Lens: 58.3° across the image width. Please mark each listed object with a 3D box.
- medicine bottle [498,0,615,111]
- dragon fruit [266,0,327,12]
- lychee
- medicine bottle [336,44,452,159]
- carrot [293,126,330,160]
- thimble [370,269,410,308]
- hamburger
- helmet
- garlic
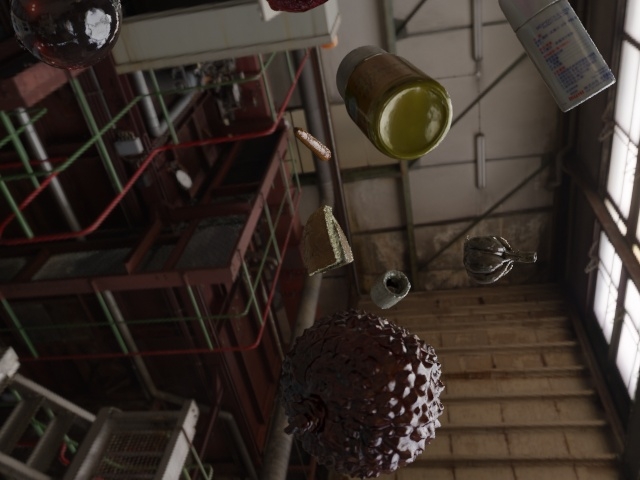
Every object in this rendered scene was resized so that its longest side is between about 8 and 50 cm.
[{"bbox_3d":[0.536,-0.476,1.331,0.130,0.341,0.130,-32,180,0],"label":"medicine bottle"},{"bbox_3d":[-0.016,-0.592,1.246,0.274,0.126,0.161,2,-130,29],"label":"dragon fruit"},{"bbox_3d":[0.092,0.379,1.432,0.424,0.425,0.500,13,-164,33],"label":"lychee"},{"bbox_3d":[0.180,-0.390,1.559,0.224,0.224,0.384,-16,-144,-7],"label":"medicine bottle"},{"bbox_3d":[-0.024,-0.281,1.667,0.043,0.043,0.248,3,172,22],"label":"carrot"},{"bbox_3d":[0.224,0.159,1.863,0.115,0.090,0.102,-7,-117,-34],"label":"thimble"},{"bbox_3d":[0.000,0.000,1.831,0.155,0.208,0.135,-17,178,20],"label":"hamburger"},{"bbox_3d":[-0.505,-0.442,1.141,0.216,0.189,0.193,-18,-125,7],"label":"helmet"},{"bbox_3d":[0.469,0.051,1.524,0.194,0.131,0.127,7,-172,25],"label":"garlic"}]
